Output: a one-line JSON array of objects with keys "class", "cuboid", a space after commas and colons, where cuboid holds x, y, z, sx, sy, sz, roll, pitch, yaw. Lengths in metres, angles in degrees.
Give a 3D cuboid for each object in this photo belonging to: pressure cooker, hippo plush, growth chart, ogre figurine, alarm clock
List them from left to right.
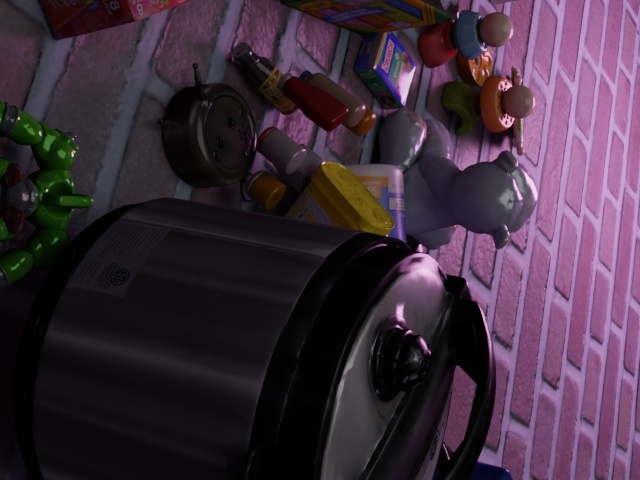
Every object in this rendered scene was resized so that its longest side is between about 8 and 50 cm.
[{"class": "ogre figurine", "cuboid": [-0.297, -0.039, 0.997, 0.118, 0.097, 0.197, 2, 74, -43]}, {"class": "alarm clock", "cuboid": [-0.125, -0.119, 1.281, 0.192, 0.064, 0.129, 57, 44, -40]}, {"class": "pressure cooker", "cuboid": [-0.043, 0.160, 1.013, 0.375, 0.420, 0.369, 14, 86, -64]}, {"class": "hippo plush", "cuboid": [0.213, -0.100, 1.603, 0.294, 0.237, 0.234, -1, 89, -55]}, {"class": "growth chart", "cuboid": [0.383, -0.256, 1.977, 0.237, 0.021, 0.172, -39, 127, -78]}]

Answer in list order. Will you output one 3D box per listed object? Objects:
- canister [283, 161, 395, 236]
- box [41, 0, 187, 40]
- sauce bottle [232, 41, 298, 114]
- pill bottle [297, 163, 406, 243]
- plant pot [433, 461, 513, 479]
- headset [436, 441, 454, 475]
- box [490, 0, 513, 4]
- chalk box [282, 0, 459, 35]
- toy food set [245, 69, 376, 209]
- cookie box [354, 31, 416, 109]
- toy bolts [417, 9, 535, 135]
[{"class": "canister", "cuboid": [0.000, 0.000, 1.324, 0.126, 0.170, 0.073, 50, 28, 22]}, {"class": "box", "cuboid": [-0.192, -0.324, 1.139, 0.257, 0.128, 0.122, -40, 120, -49]}, {"class": "sauce bottle", "cuboid": [-0.074, -0.220, 1.375, 0.128, 0.042, 0.042, 39, 57, -45]}, {"class": "pill bottle", "cuboid": [0.047, 0.033, 1.429, 0.152, 0.152, 0.272, 0, 87, -55]}, {"class": "plant pot", "cuboid": [0.169, 0.475, 1.512, 0.212, 0.236, 0.236, -45, 124, -38]}, {"class": "headset", "cuboid": [0.043, 0.423, 1.339, 0.394, 0.243, 0.185, -51, 127, -16]}, {"class": "box", "cuboid": [0.392, -0.606, 1.996, 0.148, 0.127, 0.232, 49, 50, -42]}, {"class": "chalk box", "cuboid": [0.056, -0.423, 1.461, 0.289, 0.179, 0.180, 7, 83, -54]}, {"class": "toy food set", "cuboid": [-0.031, -0.149, 1.325, 0.232, 0.104, 0.111, -42, 161, -30]}, {"class": "cookie box", "cuboid": [0.106, -0.280, 1.636, 0.107, 0.040, 0.091, 44, 54, -43]}, {"class": "toy bolts", "cuboid": [0.303, -0.331, 1.818, 0.228, 0.158, 0.218, 55, 46, -37]}]
